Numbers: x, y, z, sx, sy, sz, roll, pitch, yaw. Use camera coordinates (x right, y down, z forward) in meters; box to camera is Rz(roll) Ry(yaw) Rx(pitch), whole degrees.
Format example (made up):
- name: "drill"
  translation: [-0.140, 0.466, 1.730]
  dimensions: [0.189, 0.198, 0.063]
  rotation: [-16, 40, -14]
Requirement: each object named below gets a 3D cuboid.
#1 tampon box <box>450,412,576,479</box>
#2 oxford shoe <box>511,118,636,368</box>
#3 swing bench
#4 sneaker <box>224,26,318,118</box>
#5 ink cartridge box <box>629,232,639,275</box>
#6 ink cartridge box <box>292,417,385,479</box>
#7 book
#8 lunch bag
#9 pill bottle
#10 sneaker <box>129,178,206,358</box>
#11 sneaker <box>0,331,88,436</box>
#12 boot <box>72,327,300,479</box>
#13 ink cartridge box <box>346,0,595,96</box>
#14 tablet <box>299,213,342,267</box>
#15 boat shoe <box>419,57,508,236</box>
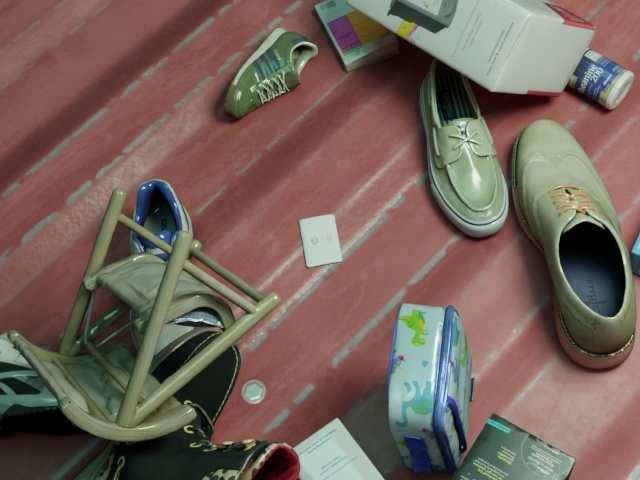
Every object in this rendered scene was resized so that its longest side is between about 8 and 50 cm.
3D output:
- name: "tampon box"
  translation: [0.225, 0.324, 1.300]
  dimensions: [0.120, 0.101, 0.161]
  rotation: [29, 68, 21]
- name: "oxford shoe"
  translation: [0.364, -0.028, 1.457]
  dimensions: [0.140, 0.146, 0.397]
  rotation: [-13, 60, 0]
- name: "swing bench"
  translation: [-0.228, 0.101, 1.290]
  dimensions: [0.255, 0.165, 0.253]
  rotation: [-55, 34, -4]
- name: "sneaker"
  translation: [-0.074, -0.267, 1.687]
  dimensions: [0.086, 0.064, 0.192]
  rotation: [21, 62, 22]
- name: "ink cartridge box"
  translation: [0.537, 0.022, 1.459]
  dimensions: [0.181, 0.061, 0.104]
  rotation: [23, 66, 18]
- name: "ink cartridge box"
  translation: [0.051, 0.344, 1.281]
  dimensions: [0.087, 0.153, 0.208]
  rotation: [-33, 63, -13]
- name: "book"
  translation: [0.059, -0.358, 1.744]
  dimensions: [0.096, 0.035, 0.144]
  rotation: [-22, 60, -3]
- name: "lunch bag"
  translation: [0.140, 0.193, 1.317]
  dimensions: [0.090, 0.219, 0.176]
  rotation: [3, 60, 15]
- name: "pill bottle"
  translation: [0.423, -0.261, 1.628]
  dimensions: [0.120, 0.067, 0.067]
  rotation: [36, 70, 23]
- name: "sneaker"
  translation: [-0.234, 0.051, 1.490]
  dimensions: [0.112, 0.131, 0.296]
  rotation: [-11, 62, -2]
- name: "sneaker"
  translation: [-0.401, 0.191, 1.434]
  dimensions: [0.330, 0.122, 0.146]
  rotation: [-2, 63, 5]
- name: "boot"
  translation: [-0.140, 0.262, 1.267]
  dimensions: [0.284, 0.138, 0.377]
  rotation: [-4, 37, 41]
- name: "ink cartridge box"
  translation: [0.228, -0.345, 1.586]
  dimensions: [0.306, 0.131, 0.226]
  rotation: [37, 27, 31]
- name: "tablet"
  translation: [0.000, 0.000, 1.563]
  dimensions: [0.054, 0.006, 0.083]
  rotation: [-10, 60, 1]
- name: "boat shoe"
  translation: [0.206, -0.147, 1.572]
  dimensions: [0.109, 0.094, 0.302]
  rotation: [-14, 60, -2]
